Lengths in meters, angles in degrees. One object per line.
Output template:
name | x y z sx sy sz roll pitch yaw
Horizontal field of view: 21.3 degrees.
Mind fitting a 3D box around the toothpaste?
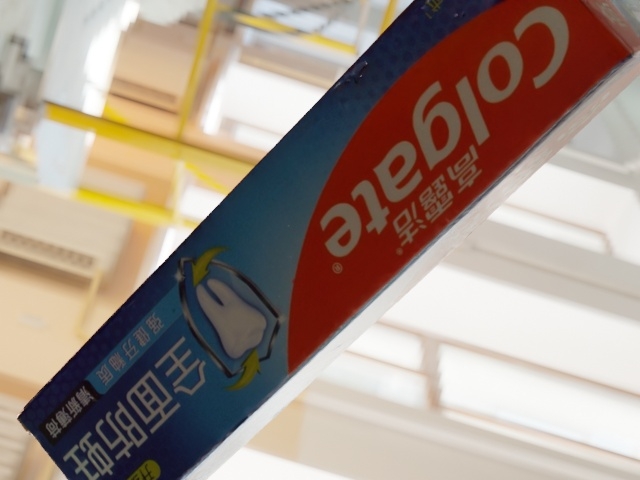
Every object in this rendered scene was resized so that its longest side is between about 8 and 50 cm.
toothpaste | 0.000 0.001 0.701 0.320 0.076 0.066 -45 169 28
